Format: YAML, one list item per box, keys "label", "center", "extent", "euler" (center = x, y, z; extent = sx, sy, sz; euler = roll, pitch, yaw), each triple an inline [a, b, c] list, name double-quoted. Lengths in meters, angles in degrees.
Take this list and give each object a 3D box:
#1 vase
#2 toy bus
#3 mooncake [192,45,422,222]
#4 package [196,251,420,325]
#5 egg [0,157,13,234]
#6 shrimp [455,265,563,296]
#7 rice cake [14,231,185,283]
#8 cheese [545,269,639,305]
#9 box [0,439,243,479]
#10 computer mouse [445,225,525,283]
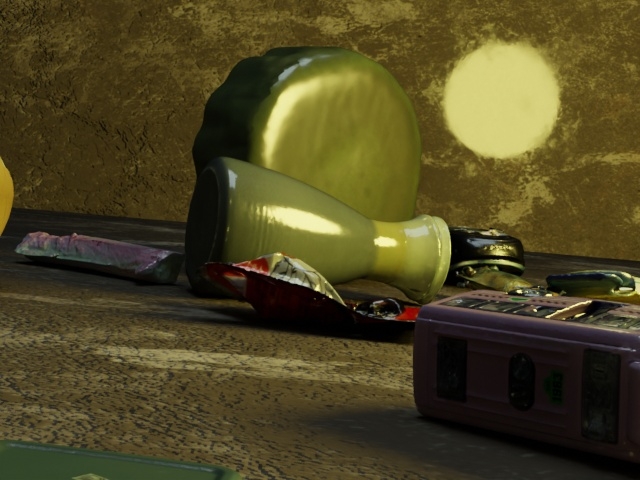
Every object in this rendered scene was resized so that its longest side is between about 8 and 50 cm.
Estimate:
- label: "vase"
  center: [0.000, 0.000, 1.420]
  extent: [0.321, 0.173, 0.173]
  euler: [8, 2, -22]
- label: "toy bus"
  center: [0.161, 0.085, 0.729]
  extent: [0.199, 0.096, 0.108]
  euler: [5, 7, 44]
- label: "mooncake"
  center: [-0.020, -0.116, 1.681]
  extent: [0.356, 0.356, 0.194]
  euler: [2, 2, -41]
- label: "package"
  center: [0.002, 0.063, 1.196]
  extent: [0.269, 0.071, 0.194]
  euler: [18, 6, -1]
- label: "egg"
  center: [-0.464, -0.048, 1.212]
  extent: [0.201, 0.201, 0.244]
  euler: [7, 13, 26]
- label: "shrimp"
  center: [0.288, 0.075, 1.540]
  extent: [0.150, 0.051, 0.217]
  euler: [6, 9, -39]
- label: "rice cake"
  center: [-0.309, 0.019, 1.520]
  extent: [0.290, 0.051, 0.081]
  euler: [7, 4, 38]
- label: "cheese"
  center: [0.316, 0.067, 1.221]
  extent: [0.157, 0.064, 0.250]
  euler: [-3, -15, 25]
- label: "box"
  center: [-0.095, 0.110, 0.455]
  extent: [0.126, 0.031, 0.091]
  euler: [7, 4, 6]
- label: "computer mouse"
  center: [0.251, 0.028, 1.831]
  extent: [0.137, 0.096, 0.233]
  euler: [0, 8, -7]
